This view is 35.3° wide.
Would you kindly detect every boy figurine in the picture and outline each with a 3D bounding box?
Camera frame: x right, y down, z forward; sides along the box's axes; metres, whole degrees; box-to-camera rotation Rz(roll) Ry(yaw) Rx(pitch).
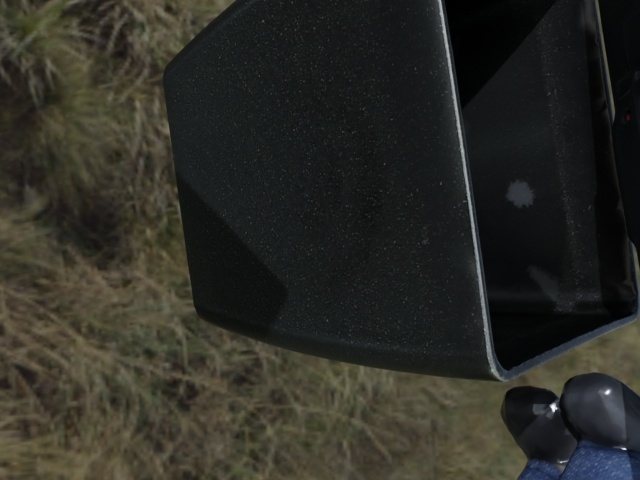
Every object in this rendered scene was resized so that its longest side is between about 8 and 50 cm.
[{"bbox_3d":[0.066,0.197,0.467,0.092,0.177,0.285,48,61,-11],"label":"boy figurine"}]

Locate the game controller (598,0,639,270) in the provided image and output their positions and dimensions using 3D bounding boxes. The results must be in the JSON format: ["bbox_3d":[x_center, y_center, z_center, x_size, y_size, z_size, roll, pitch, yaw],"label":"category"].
[{"bbox_3d":[0.176,-0.052,0.370,0.067,0.166,0.319,8,65,-18],"label":"game controller"}]

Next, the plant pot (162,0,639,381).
[{"bbox_3d":[0.034,-0.037,0.482,0.188,0.166,0.188,-7,89,-56],"label":"plant pot"}]
